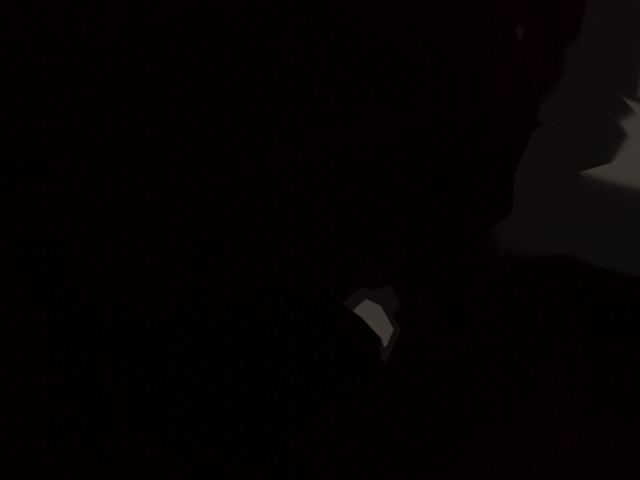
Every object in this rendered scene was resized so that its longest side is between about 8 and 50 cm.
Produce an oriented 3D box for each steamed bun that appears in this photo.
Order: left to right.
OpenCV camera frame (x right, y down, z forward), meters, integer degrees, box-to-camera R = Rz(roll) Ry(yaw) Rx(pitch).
[{"bbox_3d":[0.000,0.000,0.501,0.248,0.235,0.379,-154,-128,-72],"label":"steamed bun"}]
